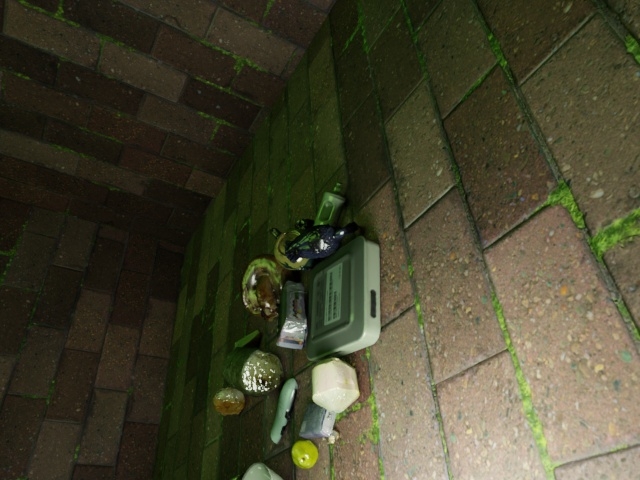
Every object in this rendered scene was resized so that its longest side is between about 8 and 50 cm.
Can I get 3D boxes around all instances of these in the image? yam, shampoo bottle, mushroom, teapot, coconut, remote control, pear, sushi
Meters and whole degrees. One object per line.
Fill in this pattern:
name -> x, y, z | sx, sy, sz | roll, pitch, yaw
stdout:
yam -> -0.286, 0.547, 2.030 | 0.300, 0.195, 0.195 | -15, 61, 61
shampoo bottle -> 0.038, -0.120, 1.918 | 0.118, 0.087, 0.234 | 23, 94, 68
mushroom -> 0.030, 0.624, 1.544 | 0.101, 0.019, 0.049 | -38, 43, 50
teapot -> -0.104, 0.039, 1.983 | 0.269, 0.182, 0.173 | 37, 83, 29
coconut -> 0.044, 0.452, 1.484 | 0.147, 0.147, 0.153 | -50, 31, 38
remote control -> -0.143, 0.650, 1.842 | 0.097, 0.045, 0.256 | 19, 93, 65
pear -> -0.051, 0.702, 1.587 | 0.092, 0.092, 0.097 | -70, -16, 5
mushroom -> -0.229, 0.215, 2.108 | 0.263, 0.195, 0.283 | -17, 55, 16
sushi -> -0.062, -0.037, 2.063 | 0.098, 0.094, 0.084 | -44, 40, 36

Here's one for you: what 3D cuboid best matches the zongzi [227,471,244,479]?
zongzi -> -0.392, 1.153, 1.891 | 0.393, 0.174, 0.356 | -46, 40, 32

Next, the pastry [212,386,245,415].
pastry -> -0.423, 0.743, 2.229 | 0.153, 0.153, 0.081 | -56, 27, 30

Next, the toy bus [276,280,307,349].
toy bus -> -0.106, 0.274, 1.841 | 0.317, 0.112, 0.138 | -101, 22, -65

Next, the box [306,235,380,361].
box -> 0.066, 0.207, 1.656 | 0.373, 0.090, 0.367 | -37, 42, 49

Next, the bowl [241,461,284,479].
bowl -> -0.159, 0.914, 1.579 | 0.337, 0.157, 0.337 | -43, 37, 45

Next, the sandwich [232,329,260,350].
sandwich -> -0.359, 0.544, 2.287 | 0.094, 0.096, 0.258 | 13, 88, 59

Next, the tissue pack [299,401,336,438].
tissue pack -> -0.006, 0.586, 1.582 | 0.156, 0.051, 0.112 | -38, 27, 52

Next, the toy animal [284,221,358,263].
toy animal -> 0.000, 0.000, 1.772 | 0.185, 0.298, 0.122 | -52, -54, -81
